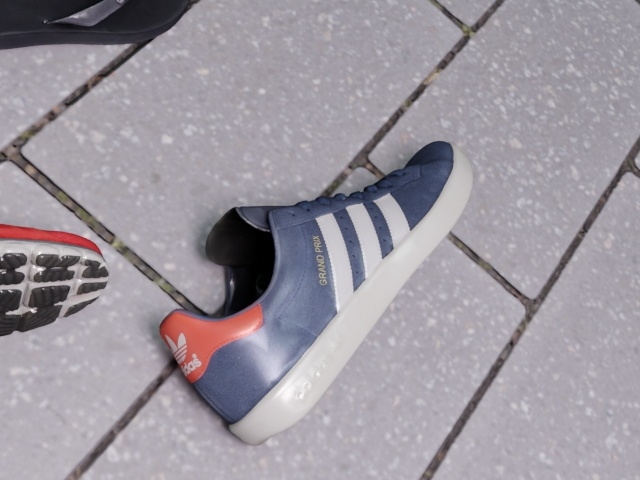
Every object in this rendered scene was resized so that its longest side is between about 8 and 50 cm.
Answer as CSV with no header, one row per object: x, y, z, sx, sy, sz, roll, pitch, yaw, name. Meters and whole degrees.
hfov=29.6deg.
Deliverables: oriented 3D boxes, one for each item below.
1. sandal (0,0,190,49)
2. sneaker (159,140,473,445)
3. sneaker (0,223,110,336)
-0.216,-0.221,1.082,0.254,0.054,0.097,-20,72,-35,sandal
0.000,0.000,1.010,0.148,0.131,0.350,43,52,-4,sneaker
-0.290,-0.005,0.887,0.279,0.107,0.118,7,49,-27,sneaker
